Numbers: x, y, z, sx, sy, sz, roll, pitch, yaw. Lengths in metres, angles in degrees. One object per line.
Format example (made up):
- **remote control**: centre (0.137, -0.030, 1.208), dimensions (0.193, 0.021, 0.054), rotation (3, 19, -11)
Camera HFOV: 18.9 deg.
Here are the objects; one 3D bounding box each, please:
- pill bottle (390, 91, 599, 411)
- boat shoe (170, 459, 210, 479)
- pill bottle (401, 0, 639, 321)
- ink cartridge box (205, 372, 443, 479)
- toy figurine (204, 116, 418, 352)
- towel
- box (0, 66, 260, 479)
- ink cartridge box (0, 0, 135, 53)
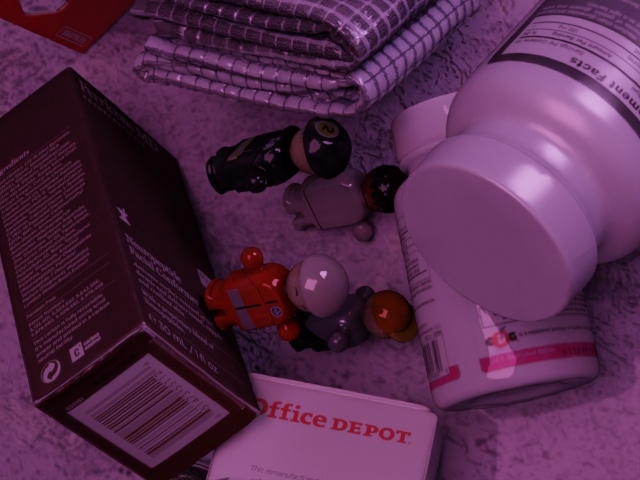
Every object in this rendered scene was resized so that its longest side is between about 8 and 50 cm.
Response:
- **pill bottle**: centre (0.159, 0.009, 1.817), dimensions (0.160, 0.160, 0.283), rotation (-15, 78, 19)
- **boat shoe**: centre (-0.083, 0.296, 1.923), dimensions (0.219, 0.070, 0.078), rotation (38, 97, 22)
- **pill bottle**: centre (0.240, -0.110, 1.681), dimensions (0.210, 0.210, 0.363), rotation (29, 58, 23)
- **ink cartridge box**: centre (-0.009, 0.289, 1.817), dimensions (0.207, 0.117, 0.283), rotation (10, 70, 11)
- **toy figurine**: centre (0.000, 0.000, 1.849), dimensions (0.148, 0.209, 0.213), rotation (-12, 68, 32)
- **towel**: centre (-0.019, -0.239, 1.854), dimensions (0.284, 0.235, 0.121), rotation (15, 131, 28)
- **box**: centre (-0.202, 0.030, 1.864), dimensions (0.143, 0.191, 0.381), rotation (-36, 45, 13)
- **ink cartridge box**: centre (-0.206, -0.289, 1.930), dimensions (0.261, 0.296, 0.066), rotation (-45, 70, 11)
